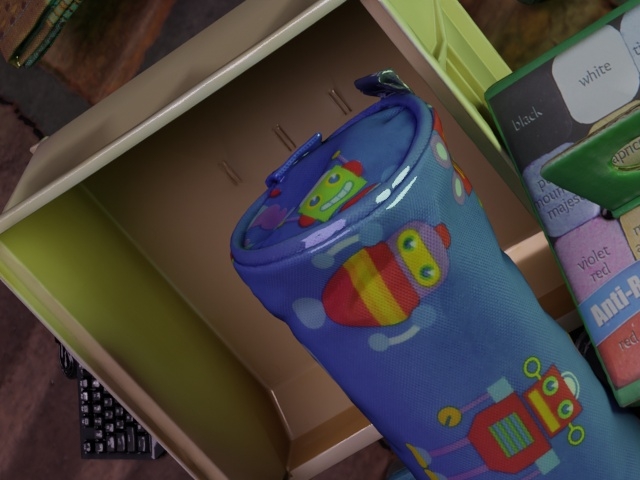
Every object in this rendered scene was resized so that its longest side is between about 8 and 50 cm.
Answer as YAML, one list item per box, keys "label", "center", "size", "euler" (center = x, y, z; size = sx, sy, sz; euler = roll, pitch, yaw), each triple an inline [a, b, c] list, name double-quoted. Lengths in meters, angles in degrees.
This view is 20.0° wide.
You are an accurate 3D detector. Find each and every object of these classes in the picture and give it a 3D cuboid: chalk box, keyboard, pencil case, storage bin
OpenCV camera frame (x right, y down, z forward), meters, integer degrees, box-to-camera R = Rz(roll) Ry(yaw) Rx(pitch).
- label: "chalk box"
  center: [0.218, -0.033, 0.899]
  size: [0.180, 0.289, 0.179]
  euler: [-31, 73, 32]
- label: "keyboard"
  center: [-0.163, 0.071, 1.338]
  size: [0.108, 0.023, 0.180]
  euler: [-4, 88, 36]
- label: "pencil case"
  center: [0.075, 0.068, 0.894]
  size: [0.119, 0.306, 0.133]
  euler: [-39, 24, -3]
- label: "storage bin"
  center: [0.000, 0.000, 1.001]
  size: [0.262, 0.123, 0.260]
  euler: [-32, 112, 21]

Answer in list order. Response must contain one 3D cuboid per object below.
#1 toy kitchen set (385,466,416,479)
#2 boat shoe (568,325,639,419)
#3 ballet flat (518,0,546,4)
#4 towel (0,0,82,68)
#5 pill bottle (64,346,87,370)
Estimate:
- label: "toy kitchen set"
  center: [0.054, 0.165, 1.162]
  size: [0.207, 0.166, 0.122]
  euler: [-25, 74, -5]
- label: "boat shoe"
  center: [0.215, 0.158, 1.006]
  size: [0.108, 0.102, 0.301]
  euler: [-30, 74, 14]
- label: "ballet flat"
  center: [0.100, -0.210, 1.139]
  size: [0.173, 0.049, 0.057]
  euler: [50, 160, 26]
- label: "towel"
  center: [-0.151, -0.335, 1.281]
  size: [0.370, 0.040, 0.271]
  euler: [-47, 50, 29]
- label: "pill bottle"
  center: [-0.040, -0.027, 1.163]
  size: [0.283, 0.160, 0.160]
  euler: [-33, 72, 30]
